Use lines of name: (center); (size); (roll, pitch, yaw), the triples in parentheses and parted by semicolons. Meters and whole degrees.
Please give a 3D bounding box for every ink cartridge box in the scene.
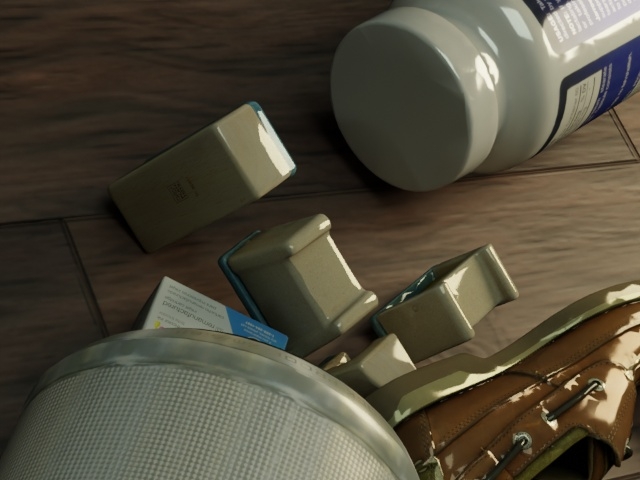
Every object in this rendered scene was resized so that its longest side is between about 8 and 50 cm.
ink cartridge box: (-0.079, 0.096, 1.033); (0.088, 0.052, 0.122); (26, 49, -10)

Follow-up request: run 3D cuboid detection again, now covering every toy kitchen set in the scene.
toy kitchen set: (0.000, 0.000, 1.134); (0.166, 0.122, 0.207); (-37, 99, -43)

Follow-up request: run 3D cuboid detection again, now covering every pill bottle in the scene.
pill bottle: (0.137, -0.139, 1.265); (0.264, 0.153, 0.153); (-30, 74, -42)

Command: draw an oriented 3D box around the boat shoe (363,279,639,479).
boat shoe: (0.142, 0.117, 1.096); (0.307, 0.111, 0.104); (-21, 61, -37)

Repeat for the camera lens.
camera lens: (-0.076, 0.197, 0.844); (0.219, 0.219, 0.274); (27, 48, -9)
